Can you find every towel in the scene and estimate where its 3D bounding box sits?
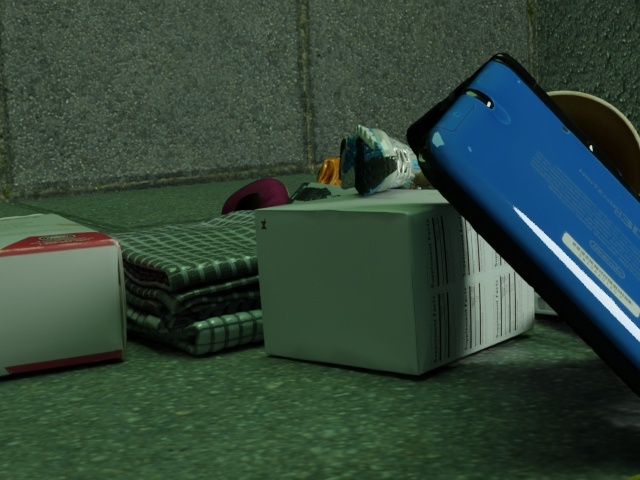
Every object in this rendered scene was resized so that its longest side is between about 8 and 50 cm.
[{"bbox_3d":[-0.122,0.036,1.179,0.235,0.121,0.283,-9,10,-33],"label":"towel"}]

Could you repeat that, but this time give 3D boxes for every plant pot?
[{"bbox_3d":[0.372,-0.082,1.601,0.237,0.237,0.254,-1,-8,13],"label":"plant pot"}]

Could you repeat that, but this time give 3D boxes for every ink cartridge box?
[{"bbox_3d":[-0.355,0.053,1.109,0.226,0.131,0.306,-7,7,-24],"label":"ink cartridge box"}]

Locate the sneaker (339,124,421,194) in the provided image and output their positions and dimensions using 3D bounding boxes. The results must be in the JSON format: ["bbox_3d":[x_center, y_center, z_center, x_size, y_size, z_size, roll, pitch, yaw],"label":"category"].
[{"bbox_3d":[0.071,-0.085,1.086,0.083,0.071,0.191,1,6,-6],"label":"sneaker"}]

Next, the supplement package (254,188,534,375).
[{"bbox_3d":[0.076,0.031,1.023,0.194,0.149,0.203,3,10,42],"label":"supplement package"}]

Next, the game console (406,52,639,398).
[{"bbox_3d":[0.171,0.023,0.792,0.173,0.293,0.250,-43,4,39],"label":"game console"}]

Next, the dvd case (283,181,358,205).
[{"bbox_3d":[0.000,0.000,1.337,0.179,0.029,0.238,-49,32,-21],"label":"dvd case"}]

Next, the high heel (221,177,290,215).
[{"bbox_3d":[-0.112,-0.023,1.628,0.181,0.127,0.377,-15,9,-31],"label":"high heel"}]

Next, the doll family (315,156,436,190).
[{"bbox_3d":[0.077,-0.062,1.647,0.263,0.163,0.118,0,8,22],"label":"doll family"}]

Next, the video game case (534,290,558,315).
[{"bbox_3d":[0.343,0.057,1.053,0.204,0.025,0.285,-5,0,-15],"label":"video game case"}]

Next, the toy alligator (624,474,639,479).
[{"bbox_3d":[0.157,0.150,0.509,0.189,0.056,0.051,-4,-34,4],"label":"toy alligator"}]

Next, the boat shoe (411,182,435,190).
[{"bbox_3d":[0.210,-0.081,2.070,0.206,0.075,0.065,-3,3,-37],"label":"boat shoe"}]
